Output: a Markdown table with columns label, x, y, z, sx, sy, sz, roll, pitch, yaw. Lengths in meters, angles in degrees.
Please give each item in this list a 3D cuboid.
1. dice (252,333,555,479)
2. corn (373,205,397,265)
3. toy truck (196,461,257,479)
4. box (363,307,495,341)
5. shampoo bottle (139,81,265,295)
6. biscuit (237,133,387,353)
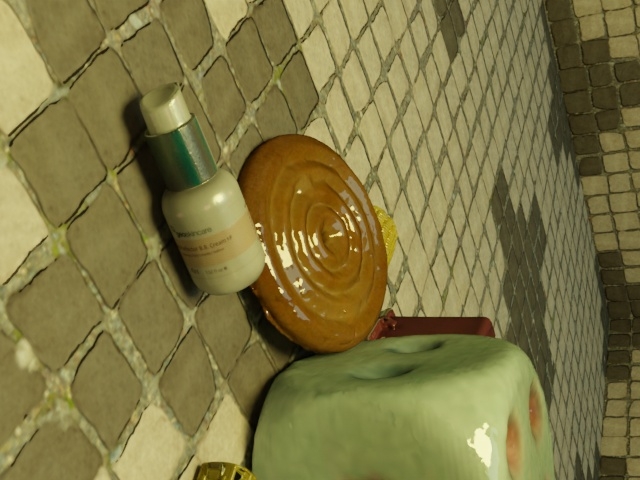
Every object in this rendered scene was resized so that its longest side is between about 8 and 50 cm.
| label | x | y | z | sx | sy | sz | roll | pitch | yaw |
| --- | --- | --- | --- | --- | --- | --- | --- | --- | --- |
| dice | 0.099 | 0.252 | 0.930 | 0.262 | 0.264 | 0.268 | -19 | 101 | -64 |
| corn | 0.056 | 0.029 | 1.121 | 0.085 | 0.063 | 0.165 | 79 | 24 | -46 |
| toy truck | -0.092 | 0.242 | 0.786 | 0.054 | 0.049 | 0.083 | 55 | 39 | -44 |
| box | 0.163 | 0.244 | 1.181 | 0.193 | 0.167 | 0.294 | -52 | 131 | -58 |
| shampoo bottle | -0.110 | -0.043 | 0.776 | 0.074 | 0.074 | 0.192 | -59 | 137 | -51 |
| biscuit | 0.000 | 0.000 | 0.977 | 0.262 | 0.037 | 0.262 | 26 | 56 | -46 |
